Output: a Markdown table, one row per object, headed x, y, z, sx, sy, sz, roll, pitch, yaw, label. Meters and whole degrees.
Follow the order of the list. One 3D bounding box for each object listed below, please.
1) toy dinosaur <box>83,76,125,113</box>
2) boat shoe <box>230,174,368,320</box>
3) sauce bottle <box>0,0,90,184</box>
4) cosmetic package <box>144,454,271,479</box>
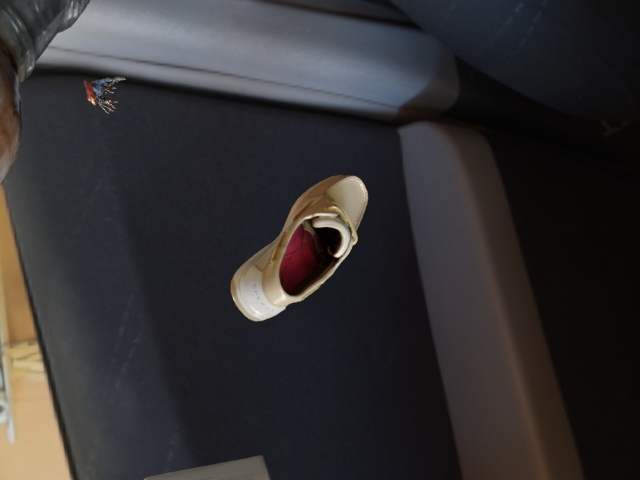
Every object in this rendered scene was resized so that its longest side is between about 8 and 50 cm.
| x | y | z | sx | sy | sz | roll | pitch | yaw | label |
| --- | --- | --- | --- | --- | --- | --- | --- | --- | --- |
| -0.297 | -0.193 | 0.941 | 0.082 | 0.090 | 0.047 | -4 | -78 | -74 | toy dinosaur |
| 0.000 | 0.000 | 0.574 | 0.059 | 0.170 | 0.063 | -18 | 116 | 47 | boat shoe |
| -0.196 | -0.023 | 0.280 | 0.111 | 0.111 | 0.344 | 127 | 163 | -53 | sauce bottle |
| -0.117 | 0.347 | 0.791 | 0.183 | 0.151 | 0.151 | 171 | 92 | -80 | cosmetic package |
